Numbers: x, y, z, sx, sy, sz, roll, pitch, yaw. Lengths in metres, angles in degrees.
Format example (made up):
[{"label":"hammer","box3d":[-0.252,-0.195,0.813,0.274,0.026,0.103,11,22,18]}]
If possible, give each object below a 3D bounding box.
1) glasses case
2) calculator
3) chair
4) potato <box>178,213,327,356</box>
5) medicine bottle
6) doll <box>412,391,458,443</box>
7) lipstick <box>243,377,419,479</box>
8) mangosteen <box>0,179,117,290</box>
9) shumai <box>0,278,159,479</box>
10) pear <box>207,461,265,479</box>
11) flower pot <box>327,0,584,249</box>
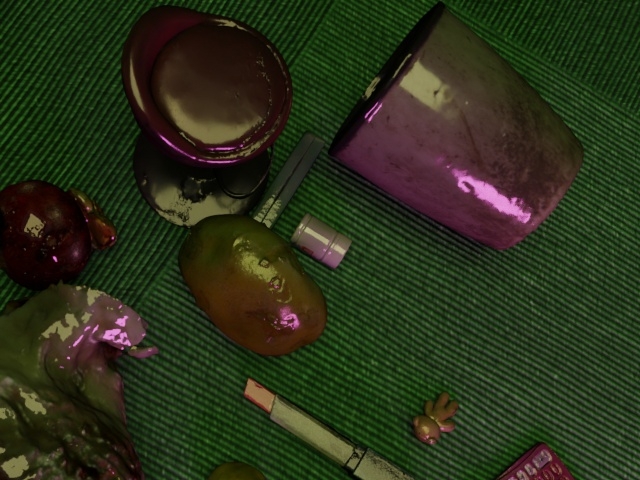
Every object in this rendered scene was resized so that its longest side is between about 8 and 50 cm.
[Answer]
[{"label":"glasses case","box3d":[-0.057,-0.088,1.485,0.039,0.078,0.184,32,74,-2]},{"label":"calculator","box3d":[0.323,0.420,1.455,0.190,0.034,0.126,-34,84,-21]},{"label":"chair","box3d":[-0.165,-0.169,1.320,0.227,0.401,0.226,2,76,-8]},{"label":"potato","box3d":[-0.102,0.069,1.387,0.253,0.186,0.148,34,59,3]},{"label":"medicine bottle","box3d":[0.000,0.000,1.485,0.089,0.057,0.057,31,74,-1]},{"label":"doll","box3d":[0.185,0.281,1.453,0.061,0.051,0.093,44,73,9]},{"label":"lipstick","box3d":[0.011,0.311,1.420,0.312,0.051,0.051,33,75,1]},{"label":"mangosteen","box3d":[-0.406,-0.015,1.378,0.180,0.166,0.166,-26,82,-40]},{"label":"shumai","box3d":[-0.382,0.233,1.260,0.395,0.395,0.348,25,54,-3]},{"label":"pear","box3d":[-0.126,0.377,1.361,0.092,0.092,0.097,27,74,-3]},{"label":"flower pot","box3d":[0.220,-0.161,1.456,0.330,0.293,0.293,37,74,-7]}]
